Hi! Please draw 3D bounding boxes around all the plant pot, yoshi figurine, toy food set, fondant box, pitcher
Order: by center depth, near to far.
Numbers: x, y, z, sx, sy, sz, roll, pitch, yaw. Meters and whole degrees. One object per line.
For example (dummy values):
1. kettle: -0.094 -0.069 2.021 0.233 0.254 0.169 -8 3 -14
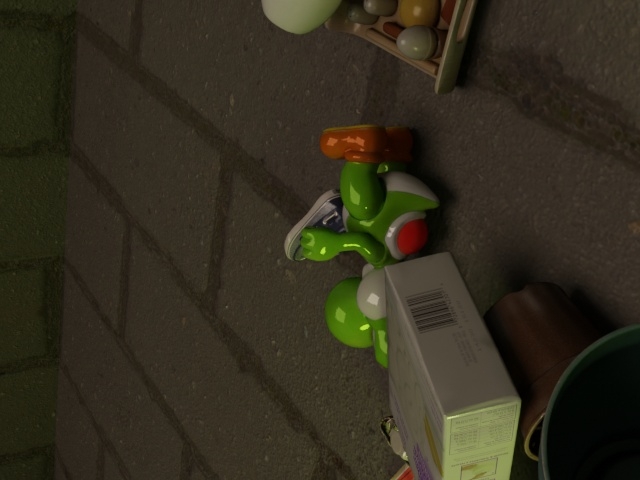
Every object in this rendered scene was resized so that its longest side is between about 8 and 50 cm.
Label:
1. plant pot: 0.354 0.253 0.894 0.196 0.293 0.293 87 159 -60
2. plant pot: 0.281 0.151 1.072 0.165 0.166 0.167 62 143 41
3. fondant box: 0.163 0.214 1.161 0.330 0.096 0.238 82 172 -46
4. toy food set: 0.113 -0.366 1.277 0.306 0.092 0.220 42 130 45
5. pitcher: -0.007 -0.431 1.327 0.207 0.125 0.178 -57 20 36
6. yoshi figurine: 0.065 0.015 1.346 0.203 0.203 0.362 166 98 -82

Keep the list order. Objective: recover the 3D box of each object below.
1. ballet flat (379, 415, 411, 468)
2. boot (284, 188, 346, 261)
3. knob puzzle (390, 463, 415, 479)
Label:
1. ballet flat: 0.160 0.333 1.333 0.221 0.079 0.077 36 106 51
2. boot: 0.000 0.000 1.543 0.190 0.069 0.086 -55 49 44
3. knob puzzle: 0.183 0.413 1.381 0.213 0.030 0.213 15 108 55
